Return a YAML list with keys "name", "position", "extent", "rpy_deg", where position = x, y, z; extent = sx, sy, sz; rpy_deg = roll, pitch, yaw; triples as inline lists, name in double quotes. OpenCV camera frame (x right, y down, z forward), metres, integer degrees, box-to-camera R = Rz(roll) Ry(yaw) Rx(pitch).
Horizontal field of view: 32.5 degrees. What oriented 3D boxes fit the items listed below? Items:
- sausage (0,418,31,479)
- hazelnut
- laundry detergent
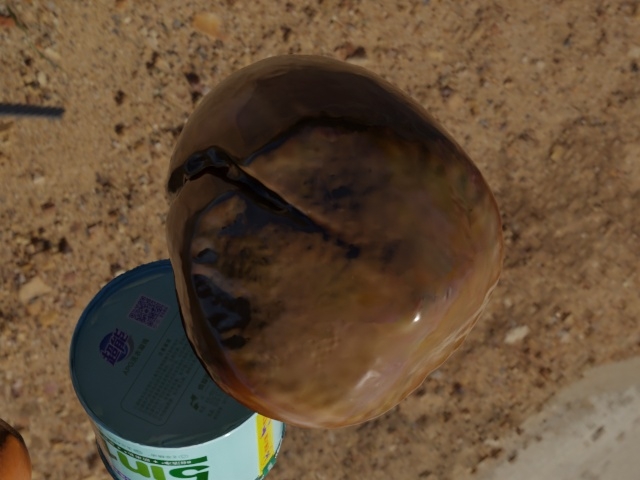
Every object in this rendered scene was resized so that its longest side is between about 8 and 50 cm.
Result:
- name: "sausage"
  position: [-0.238, 0.158, 0.736]
  extent: [0.089, 0.179, 0.089]
  rpy_deg: [3, 75, -10]
- name: "hazelnut"
  position: [0.000, 0.000, 1.062]
  extent: [0.315, 0.372, 0.372]
  rpy_deg: [6, 116, -19]
- name: "laundry detergent"
  position: [-0.191, 0.222, 1.574]
  extent: [0.287, 0.287, 0.305]
  rpy_deg: [-21, 150, -14]
